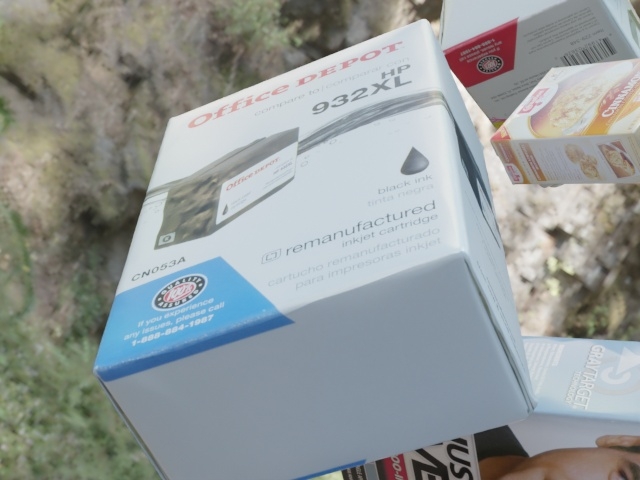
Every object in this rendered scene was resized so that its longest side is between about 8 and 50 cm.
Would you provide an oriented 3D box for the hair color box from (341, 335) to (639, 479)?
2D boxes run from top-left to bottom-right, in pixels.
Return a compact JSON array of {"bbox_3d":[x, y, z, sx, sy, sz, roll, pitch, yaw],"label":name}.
[{"bbox_3d":[0.205,0.191,0.945,0.374,0.114,0.185,1,-60,25],"label":"hair color box"}]

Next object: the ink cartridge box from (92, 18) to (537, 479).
[{"bbox_3d":[0.000,0.000,0.717,0.307,0.223,0.129,-88,155,-56],"label":"ink cartridge box"}]

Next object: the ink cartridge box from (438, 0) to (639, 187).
[{"bbox_3d":[0.334,-0.237,1.479,0.226,0.131,0.306,-20,-45,29],"label":"ink cartridge box"}]

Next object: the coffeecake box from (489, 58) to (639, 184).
[{"bbox_3d":[0.300,-0.128,1.155,0.185,0.142,0.068,2,-48,50],"label":"coffeecake box"}]
